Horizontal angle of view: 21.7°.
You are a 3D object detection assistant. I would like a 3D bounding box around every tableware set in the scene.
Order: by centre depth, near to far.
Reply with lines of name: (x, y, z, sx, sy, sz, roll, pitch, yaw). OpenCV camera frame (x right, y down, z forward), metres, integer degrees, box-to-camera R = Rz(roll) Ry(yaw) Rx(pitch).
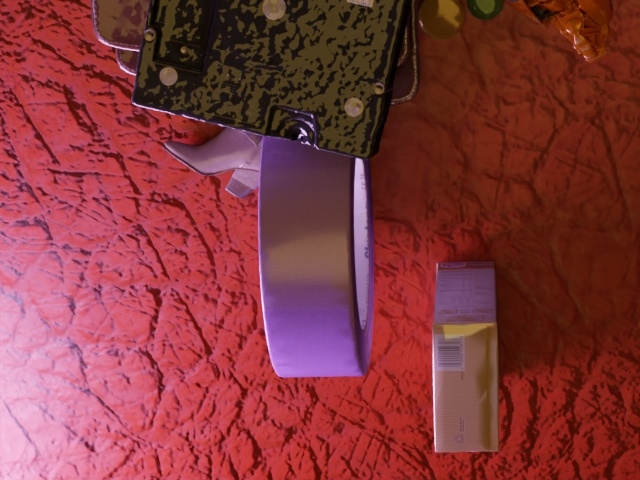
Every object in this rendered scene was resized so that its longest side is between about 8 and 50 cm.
tableware set: (0.105, -0.255, 1.716, 0.154, 0.024, 0.104, -15, 107, 12)

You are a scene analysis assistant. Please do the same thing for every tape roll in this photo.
tape roll: (0.000, 0.000, 1.681, 0.090, 0.275, 0.275, -1, 109, 7)

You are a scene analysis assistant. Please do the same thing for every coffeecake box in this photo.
coffeecake box: (0.153, 0.118, 1.754, 0.068, 0.185, 0.142, -1, 108, 6)

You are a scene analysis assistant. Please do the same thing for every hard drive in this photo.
hard drive: (-0.026, -0.264, 1.524, 0.237, 0.064, 0.339, 13, 102, 8)

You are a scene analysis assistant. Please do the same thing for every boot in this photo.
boot: (-0.098, -0.103, 1.784, 0.118, 0.042, 0.087, 31, 103, -6)

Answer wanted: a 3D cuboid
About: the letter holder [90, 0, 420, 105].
letter holder: (-0.061, -0.218, 1.656, 0.302, 0.152, 0.214, 0, 103, 10)

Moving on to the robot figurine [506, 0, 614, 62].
robot figurine: (0.207, -0.281, 1.429, 0.211, 0.085, 0.291, -25, 135, 32)
